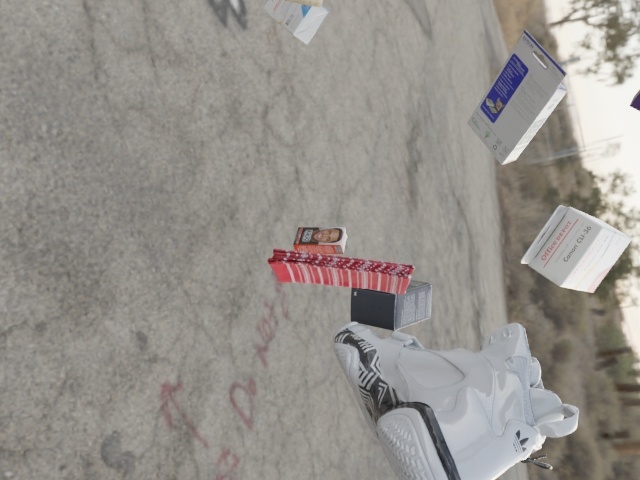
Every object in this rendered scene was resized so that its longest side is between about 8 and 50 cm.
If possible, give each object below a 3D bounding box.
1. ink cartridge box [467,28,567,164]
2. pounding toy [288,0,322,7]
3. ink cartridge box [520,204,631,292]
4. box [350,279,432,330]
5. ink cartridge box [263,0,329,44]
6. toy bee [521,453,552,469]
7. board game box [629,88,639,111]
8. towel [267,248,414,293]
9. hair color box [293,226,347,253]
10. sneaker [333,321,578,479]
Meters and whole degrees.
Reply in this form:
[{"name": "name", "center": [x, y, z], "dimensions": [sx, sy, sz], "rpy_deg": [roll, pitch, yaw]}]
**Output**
[{"name": "ink cartridge box", "center": [0.509, -0.361, 1.659], "dimensions": [0.165, 0.065, 0.332], "rpy_deg": [59, -28, 22]}, {"name": "pounding toy", "center": [-0.035, -0.501, 1.156], "dimensions": [0.141, 0.100, 0.130], "rpy_deg": [-108, -150, -42]}, {"name": "ink cartridge box", "center": [0.414, 0.017, 1.051], "dimensions": [0.198, 0.115, 0.067], "rpy_deg": [10, 25, -48]}, {"name": "box", "center": [0.204, 0.177, 1.864], "dimensions": [0.207, 0.153, 0.108], "rpy_deg": [-9, 103, -50]}, {"name": "ink cartridge box", "center": [-0.068, -0.614, 1.737], "dimensions": [0.062, 0.104, 0.181], "rpy_deg": [20, 22, -46]}, {"name": "toy bee", "center": [0.255, 0.290, 1.163], "dimensions": [0.195, 0.299, 0.162], "rpy_deg": [76, 27, -71]}, {"name": "board game box", "center": [0.849, -0.357, 1.545], "dimensions": [0.048, 0.141, 0.170], "rpy_deg": [-54, 169, -33]}, {"name": "towel", "center": [0.040, 0.068, 1.288], "dimensions": [0.199, 0.275, 0.031], "rpy_deg": [82, 15, -74]}, {"name": "hair color box", "center": [0.000, 0.000, 1.843], "dimensions": [0.043, 0.141, 0.071], "rpy_deg": [71, 25, -45]}, {"name": "sneaker", "center": [0.154, 0.182, 0.829], "dimensions": [0.366, 0.210, 0.137], "rpy_deg": [-128, -165, -68]}]
